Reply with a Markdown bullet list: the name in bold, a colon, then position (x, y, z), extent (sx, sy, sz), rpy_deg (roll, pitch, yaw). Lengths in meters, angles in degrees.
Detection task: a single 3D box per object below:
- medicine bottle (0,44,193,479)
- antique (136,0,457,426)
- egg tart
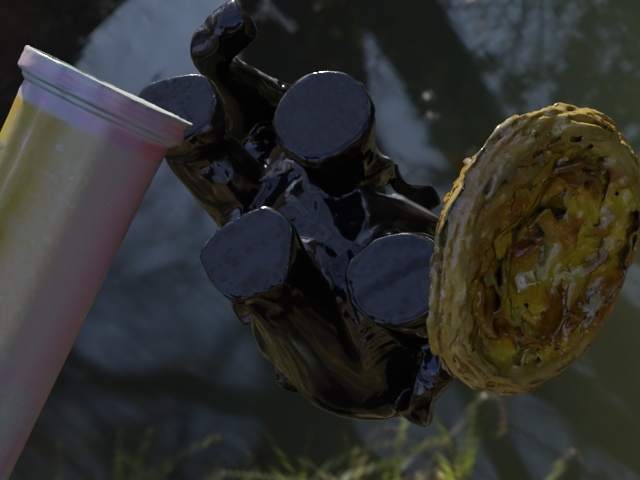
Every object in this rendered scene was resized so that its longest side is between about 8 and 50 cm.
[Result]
- **medicine bottle**: position (-0.217, 0.099, 1.044), extent (0.108, 0.108, 0.426), rpy_deg (31, 95, 54)
- **antique**: position (0.000, 0.000, 1.329), extent (0.185, 0.255, 0.322), rpy_deg (-31, 62, 4)
- **egg tart**: position (0.081, 0.000, 0.739), extent (0.049, 0.129, 0.129), rpy_deg (27, 74, 44)
